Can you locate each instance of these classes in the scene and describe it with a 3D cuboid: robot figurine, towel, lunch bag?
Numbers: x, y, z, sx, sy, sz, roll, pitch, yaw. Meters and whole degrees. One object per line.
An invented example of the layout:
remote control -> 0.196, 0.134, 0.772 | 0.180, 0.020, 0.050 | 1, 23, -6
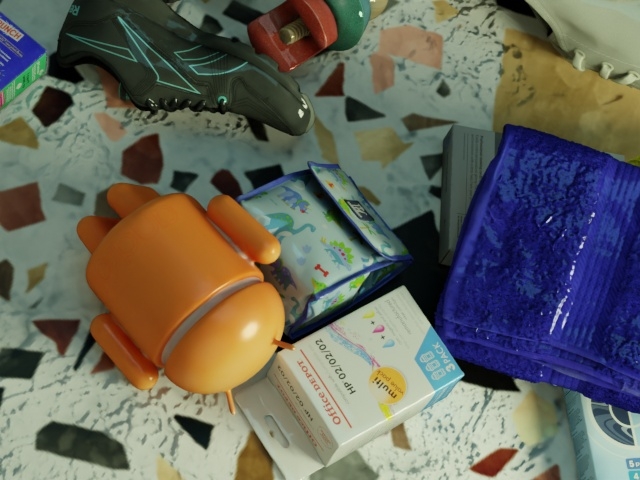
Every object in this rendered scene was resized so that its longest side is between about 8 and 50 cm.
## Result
robot figurine -> -0.121, 0.047, 1.316 | 0.158, 0.128, 0.219 | -35, 73, -25
towel -> 0.274, 0.040, 1.352 | 0.308, 0.076, 0.227 | 18, 93, 9
lunch bag -> 0.000, 0.000, 1.396 | 0.151, 0.096, 0.129 | -25, 69, -39

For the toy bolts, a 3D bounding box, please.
toy bolts -> -0.005, -0.303, 1.491 | 0.158, 0.218, 0.228 | -36, 102, -42

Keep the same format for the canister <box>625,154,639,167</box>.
canister -> 0.395, -0.030, 1.470 | 0.170, 0.073, 0.126 | -3, 36, -26

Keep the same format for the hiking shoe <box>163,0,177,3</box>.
hiking shoe -> -0.221, -0.315, 1.509 | 0.114, 0.086, 0.227 | -28, 66, -14

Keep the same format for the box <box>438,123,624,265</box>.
box -> 0.214, -0.032, 1.493 | 0.186, 0.038, 0.145 | 10, 63, -10

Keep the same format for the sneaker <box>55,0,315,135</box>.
sneaker -> -0.133, -0.161, 1.452 | 0.267, 0.101, 0.106 | 29, 80, 3

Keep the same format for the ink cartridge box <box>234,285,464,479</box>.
ink cartridge box -> 0.025, 0.131, 1.349 | 0.181, 0.061, 0.104 | -27, 73, -24

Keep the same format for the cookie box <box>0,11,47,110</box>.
cookie box -> -0.331, -0.168, 1.420 | 0.092, 0.040, 0.107 | 40, 62, 7

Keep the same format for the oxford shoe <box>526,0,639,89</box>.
oxford shoe -> 0.333, -0.220, 1.576 | 0.449, 0.169, 0.130 | 34, 102, -5

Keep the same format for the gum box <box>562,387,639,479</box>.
gum box -> 0.315, 0.166, 1.418 | 0.157, 0.041, 0.184 | -1, 65, -14
